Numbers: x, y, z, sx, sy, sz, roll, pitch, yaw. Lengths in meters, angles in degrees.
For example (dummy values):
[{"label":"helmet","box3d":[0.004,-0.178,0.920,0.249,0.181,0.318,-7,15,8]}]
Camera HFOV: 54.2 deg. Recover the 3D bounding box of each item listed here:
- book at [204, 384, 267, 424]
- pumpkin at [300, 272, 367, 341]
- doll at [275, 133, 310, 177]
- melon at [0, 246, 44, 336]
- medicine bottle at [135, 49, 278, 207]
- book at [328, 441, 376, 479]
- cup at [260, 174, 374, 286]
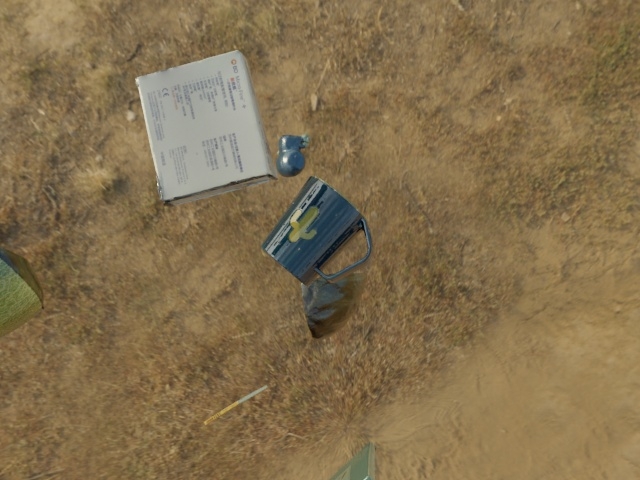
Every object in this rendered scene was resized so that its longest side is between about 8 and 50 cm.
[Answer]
[{"label":"book","box3d":[-0.234,0.454,1.728,0.172,0.118,0.012,-38,77,36]},{"label":"pumpkin","box3d":[0.044,0.166,1.568,0.169,0.312,0.148,-10,82,-2]},{"label":"doll","box3d":[-0.060,-0.160,1.193,0.076,0.050,0.084,-13,74,41]},{"label":"melon","box3d":[-0.336,0.069,0.601,0.079,0.160,0.128,45,61,0]},{"label":"medicine bottle","box3d":[-0.170,-0.165,0.927,0.171,0.052,0.201,-15,83,3]},{"label":"book","box3d":[0.009,0.726,1.720,0.379,0.264,0.031,-45,88,6]},{"label":"cup","box3d":[0.000,0.000,1.072,0.176,0.131,0.155,40,87,21]}]
